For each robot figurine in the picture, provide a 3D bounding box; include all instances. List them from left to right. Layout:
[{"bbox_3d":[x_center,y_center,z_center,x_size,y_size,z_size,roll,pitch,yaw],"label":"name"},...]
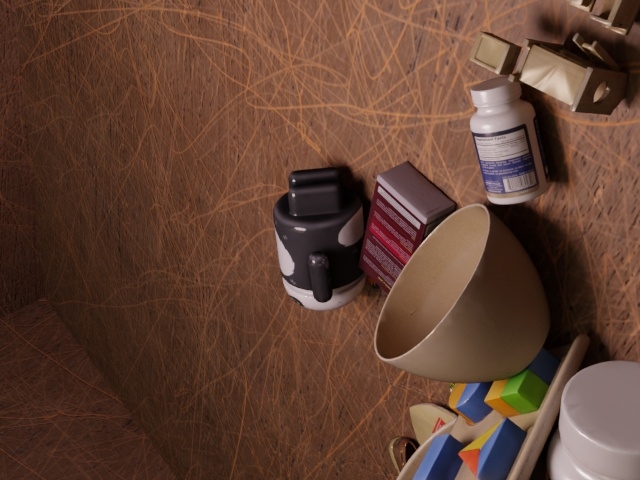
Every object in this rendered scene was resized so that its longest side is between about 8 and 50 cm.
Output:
[{"bbox_3d":[-0.002,0.001,1.883,0.173,0.209,0.278,19,130,34],"label":"robot figurine"}]

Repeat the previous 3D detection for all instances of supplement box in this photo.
[{"bbox_3d":[0.148,-0.006,1.747,0.130,0.073,0.239,46,146,28],"label":"supplement box"}]

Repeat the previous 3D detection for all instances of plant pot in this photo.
[{"bbox_3d":[0.243,0.113,1.544,0.191,0.284,0.284,34,153,-13],"label":"plant pot"}]

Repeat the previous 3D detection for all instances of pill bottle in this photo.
[{"bbox_3d":[0.268,-0.145,1.421,0.094,0.094,0.169,11,122,54],"label":"pill bottle"},{"bbox_3d":[0.443,0.386,1.455,0.224,0.224,0.392,30,137,43],"label":"pill bottle"}]

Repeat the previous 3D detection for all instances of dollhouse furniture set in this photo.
[{"bbox_3d":[0.316,-0.272,1.281,0.182,0.101,0.161,37,118,38],"label":"dollhouse furniture set"}]

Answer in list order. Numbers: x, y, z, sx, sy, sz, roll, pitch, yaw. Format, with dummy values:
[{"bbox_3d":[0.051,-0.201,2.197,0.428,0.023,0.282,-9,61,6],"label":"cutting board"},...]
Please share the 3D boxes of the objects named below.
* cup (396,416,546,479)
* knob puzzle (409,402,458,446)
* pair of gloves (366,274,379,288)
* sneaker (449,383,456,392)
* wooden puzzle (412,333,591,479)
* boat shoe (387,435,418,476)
[{"bbox_3d":[0.301,0.501,1.733,0.237,0.331,0.331,41,156,-18],"label":"cup"},{"bbox_3d":[0.251,0.394,1.960,0.213,0.030,0.213,38,143,35],"label":"knob puzzle"},{"bbox_3d":[0.117,0.073,1.924,0.083,0.010,0.074,27,135,44],"label":"pair of gloves"},{"bbox_3d":[0.262,0.266,1.836,0.083,0.031,0.035,-20,97,60],"label":"sneaker"},{"bbox_3d":[0.261,0.302,1.581,0.080,0.322,0.348,36,152,-6],"label":"wooden puzzle"},{"bbox_3d":[0.201,0.498,2.089,0.060,0.064,0.178,-21,93,62],"label":"boat shoe"}]
